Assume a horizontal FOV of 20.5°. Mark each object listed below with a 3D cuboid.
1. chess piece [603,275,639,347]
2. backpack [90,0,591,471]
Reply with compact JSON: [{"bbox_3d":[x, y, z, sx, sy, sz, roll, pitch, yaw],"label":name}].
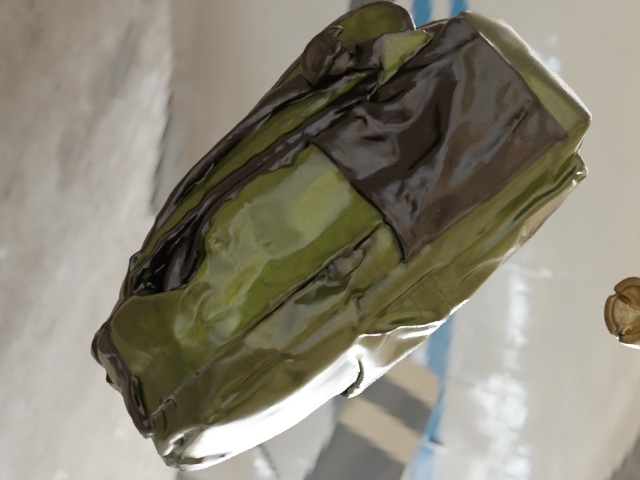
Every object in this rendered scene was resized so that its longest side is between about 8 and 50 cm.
[{"bbox_3d":[0.258,0.061,1.274,0.122,0.066,0.066,13,98,-45],"label":"chess piece"},{"bbox_3d":[0.000,0.000,0.847,0.253,0.140,0.207,-38,172,-15],"label":"backpack"}]
